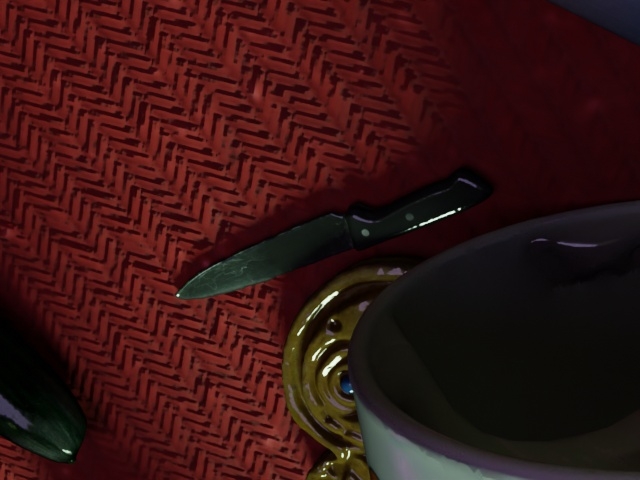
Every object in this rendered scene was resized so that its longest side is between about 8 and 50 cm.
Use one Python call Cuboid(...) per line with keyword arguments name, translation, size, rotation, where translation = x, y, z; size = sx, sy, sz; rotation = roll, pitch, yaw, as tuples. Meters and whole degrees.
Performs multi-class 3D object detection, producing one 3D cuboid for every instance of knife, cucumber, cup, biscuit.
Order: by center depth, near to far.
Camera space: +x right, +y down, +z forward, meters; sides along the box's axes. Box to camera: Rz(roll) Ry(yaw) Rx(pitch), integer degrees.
Cuboid(name="cup", translation=(0.140, 0.167, 0.441), size=(0.212, 0.212, 0.317), rotation=(-3, 110, 20))
Cuboid(name="knife", translation=(0.000, 0.000, 0.535), size=(0.170, 0.010, 0.023), rotation=(-21, 104, 26))
Cuboid(name="biscuit", translation=(0.043, 0.091, 0.548), size=(0.124, 0.026, 0.175), rotation=(2, 111, 19))
Cuboid(name="cucumber", translation=(-0.160, 0.074, 0.599), size=(0.105, 0.048, 0.048), rotation=(41, 118, -4))

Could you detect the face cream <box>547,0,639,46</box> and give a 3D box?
Cuboid(name="face cream", translation=(0.057, -0.142, 0.419), size=(0.250, 0.077, 0.077), rotation=(29, 117, 6))
